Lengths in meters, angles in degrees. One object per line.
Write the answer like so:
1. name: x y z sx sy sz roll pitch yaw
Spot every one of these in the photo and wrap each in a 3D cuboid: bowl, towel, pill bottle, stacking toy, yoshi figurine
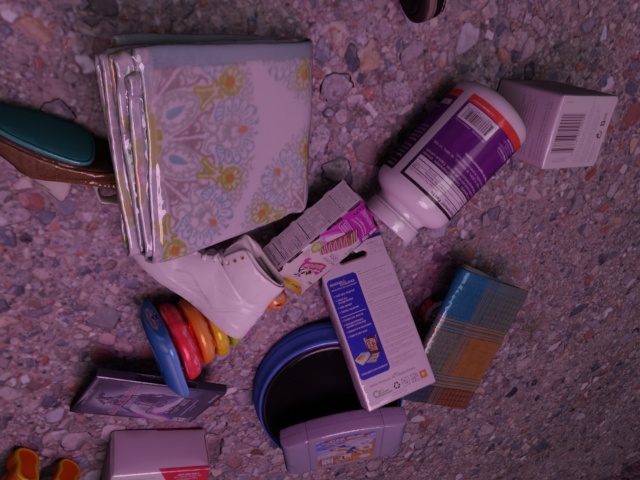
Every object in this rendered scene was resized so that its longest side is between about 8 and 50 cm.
1. bowl: 0.027 0.394 1.174 0.391 0.077 0.391 -3 111 -8
2. towel: -0.155 -0.159 0.750 0.374 0.090 0.320 -24 130 -43
3. pill bottle: 0.246 -0.152 0.953 0.323 0.181 0.181 -47 126 8
4. stacking toy: -0.202 0.168 0.972 0.302 0.175 0.165 -22 128 -25
5. towel: 0.366 0.257 1.189 0.271 0.040 0.370 21 98 -32
6. yoshi figurine: -0.708 0.629 1.017 0.362 0.203 0.203 -54 166 -5

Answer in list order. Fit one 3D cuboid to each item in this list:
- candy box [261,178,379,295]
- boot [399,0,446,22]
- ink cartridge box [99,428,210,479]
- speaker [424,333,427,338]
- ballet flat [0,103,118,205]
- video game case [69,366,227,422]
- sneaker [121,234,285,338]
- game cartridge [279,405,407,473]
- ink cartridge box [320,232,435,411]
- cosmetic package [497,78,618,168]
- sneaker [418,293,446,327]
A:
1. candy box: 0.000 0.000 0.963 0.233 0.071 0.159 -40 152 3
2. boot: 0.257 -0.574 0.748 0.284 0.138 0.377 -16 118 -15
3. ink cartridge box: -0.420 0.617 1.132 0.226 0.131 0.306 9 113 -28
4. speaker: 0.334 0.333 1.351 0.055 0.055 0.136 -19 125 -13
5. ballet flat: -0.368 -0.116 0.759 0.342 0.116 0.124 8 131 -32
6. video game case: -0.373 0.345 1.013 0.274 0.026 0.196 19 134 -32
7. sneaker: -0.202 0.029 0.851 0.292 0.108 0.169 40 107 -9
8. game cartridge: 0.056 0.475 1.103 0.297 0.062 0.198 -9 139 -6
9. ink cartridge box: 0.119 0.183 1.076 0.176 0.069 0.371 -18 87 -15
10. cosmetic package: 0.487 -0.255 0.999 0.151 0.183 0.151 -6 120 -20
11. sneaker: 0.418 0.223 1.290 0.299 0.112 0.120 -1 118 -24
